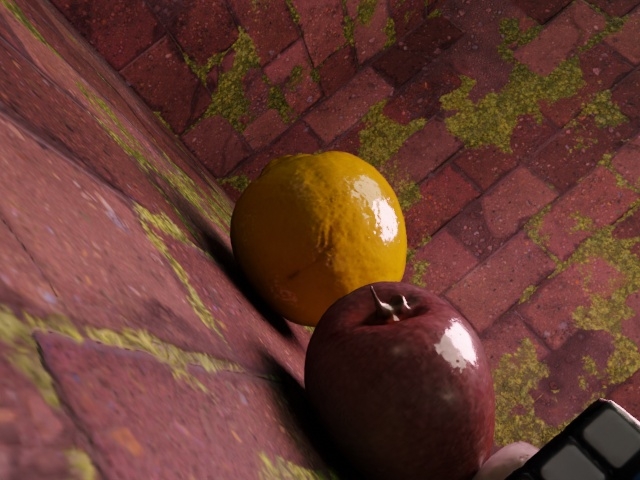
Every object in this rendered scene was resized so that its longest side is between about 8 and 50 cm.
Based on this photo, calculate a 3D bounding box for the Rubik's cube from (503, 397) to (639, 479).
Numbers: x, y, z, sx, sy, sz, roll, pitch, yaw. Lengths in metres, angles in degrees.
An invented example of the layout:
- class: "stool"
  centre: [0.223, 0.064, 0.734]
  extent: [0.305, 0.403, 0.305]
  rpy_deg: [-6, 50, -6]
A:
- class: "Rubik's cube"
  centre: [0.169, 0.243, 0.327]
  extent: [0.182, 0.184, 0.187]
  rpy_deg: [49, -18, 33]

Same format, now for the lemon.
- class: "lemon"
  centre: [0.000, 0.000, 0.993]
  extent: [0.348, 0.348, 0.348]
  rpy_deg: [51, -2, 3]

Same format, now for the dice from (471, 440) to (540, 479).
- class: "dice"
  centre: [0.252, 0.346, 0.562]
  extent: [0.194, 0.193, 0.192]
  rpy_deg: [24, -9, 45]

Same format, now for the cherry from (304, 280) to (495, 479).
- class: "cherry"
  centre: [0.100, 0.186, 0.659]
  extent: [0.307, 0.221, 0.261]
  rpy_deg: [64, 0, -19]
